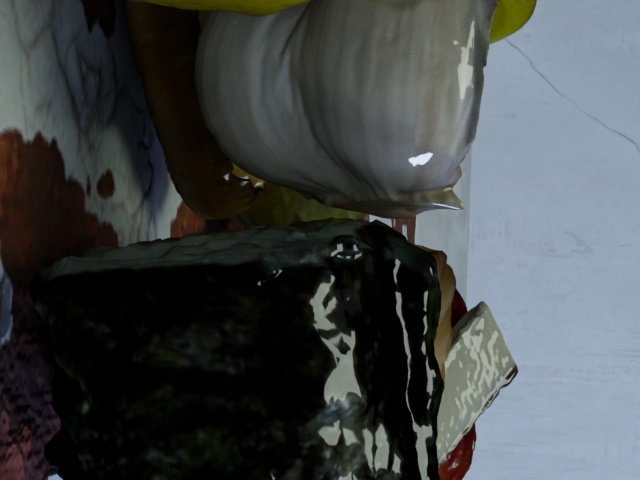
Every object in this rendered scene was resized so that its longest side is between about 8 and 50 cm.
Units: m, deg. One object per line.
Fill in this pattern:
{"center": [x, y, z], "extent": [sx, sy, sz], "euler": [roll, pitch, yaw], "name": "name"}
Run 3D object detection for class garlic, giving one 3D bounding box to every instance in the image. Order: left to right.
{"center": [0.002, -0.103, 0.926], "extent": [0.229, 0.143, 0.178], "euler": [173, -80, -79], "name": "garlic"}

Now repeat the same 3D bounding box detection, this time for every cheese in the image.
{"center": [0.048, 0.196, 1.428], "extent": [0.400, 0.034, 0.085], "euler": [-46, 118, -38], "name": "cheese"}

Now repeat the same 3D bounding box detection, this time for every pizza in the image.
{"center": [-0.074, -0.181, 1.051], "extent": [0.251, 0.074, 0.287], "euler": [65, 28, -69], "name": "pizza"}

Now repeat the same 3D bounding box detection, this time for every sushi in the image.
{"center": [-0.037, 0.076, 0.941], "extent": [0.350, 0.211, 0.170], "euler": [-19, 104, -88], "name": "sushi"}

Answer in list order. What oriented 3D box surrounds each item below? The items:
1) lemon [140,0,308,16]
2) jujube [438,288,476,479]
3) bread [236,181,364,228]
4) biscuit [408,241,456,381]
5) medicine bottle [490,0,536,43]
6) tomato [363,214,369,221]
{"center": [-0.037, -0.227, 0.766], "extent": [0.284, 0.261, 0.260], "euler": [-110, -166, -62], "name": "lemon"}
{"center": [0.065, 0.137, 1.592], "extent": [0.174, 0.174, 0.250], "euler": [20, 76, -79], "name": "jujube"}
{"center": [-0.001, -0.116, 1.268], "extent": [0.186, 0.124, 0.257], "euler": [-149, -114, -83], "name": "bread"}
{"center": [0.018, 0.139, 1.245], "extent": [0.296, 0.102, 0.296], "euler": [14, 90, -74], "name": "biscuit"}
{"center": [0.085, -0.373, 1.466], "extent": [0.224, 0.224, 0.384], "euler": [55, 37, -73], "name": "medicine bottle"}
{"center": [-0.002, 0.002, 1.440], "extent": [0.225, 0.085, 0.225], "euler": [-2, 90, -81], "name": "tomato"}
